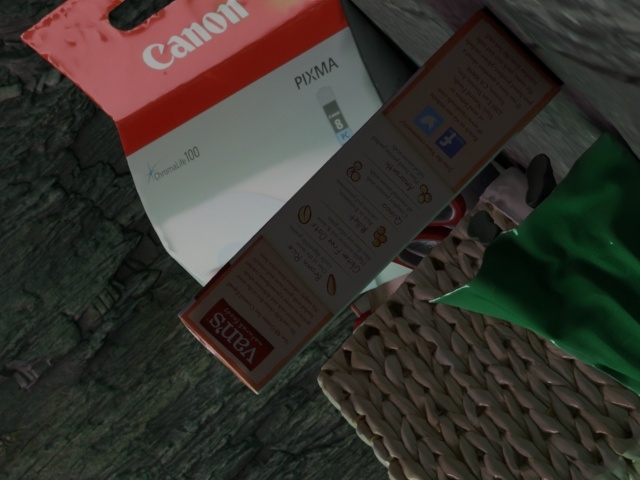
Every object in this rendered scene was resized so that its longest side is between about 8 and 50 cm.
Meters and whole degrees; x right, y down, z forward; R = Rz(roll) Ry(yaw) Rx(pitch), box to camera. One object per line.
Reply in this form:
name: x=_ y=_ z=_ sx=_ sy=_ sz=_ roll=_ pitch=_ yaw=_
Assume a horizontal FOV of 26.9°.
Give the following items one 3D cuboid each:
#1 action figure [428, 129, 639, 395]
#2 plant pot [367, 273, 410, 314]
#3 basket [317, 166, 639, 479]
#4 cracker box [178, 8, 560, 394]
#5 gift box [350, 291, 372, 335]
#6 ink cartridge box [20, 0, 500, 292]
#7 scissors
action figure: x=0.191 y=0.041 z=0.769 sx=0.232 sy=0.137 sz=0.063 roll=34 pitch=-151 yaw=-23
plant pot: x=0.129 y=0.000 z=1.425 sx=0.215 sy=0.215 sz=0.230 roll=47 pitch=166 yaw=51
basket: x=0.226 y=0.172 z=1.125 sx=0.331 sy=0.266 sz=0.328 roll=45 pitch=-178 yaw=-37
cracker box: x=0.026 y=-0.022 z=0.779 sx=0.067 sy=0.232 sz=0.156 roll=44 pitch=-178 yaw=-1
gift box: x=0.200 y=0.139 z=1.628 sx=0.255 sy=0.276 sz=0.258 roll=39 pitch=167 yaw=46
ink cartridge box: x=-0.064 y=-0.098 z=1.237 sx=0.385 sy=0.308 sz=0.091 roll=44 pitch=-138 yaw=-25
scissors: x=0.000 y=0.000 z=1.239 sx=0.021 sy=0.297 sz=0.109 roll=-71 pitch=-34 yaw=-42
